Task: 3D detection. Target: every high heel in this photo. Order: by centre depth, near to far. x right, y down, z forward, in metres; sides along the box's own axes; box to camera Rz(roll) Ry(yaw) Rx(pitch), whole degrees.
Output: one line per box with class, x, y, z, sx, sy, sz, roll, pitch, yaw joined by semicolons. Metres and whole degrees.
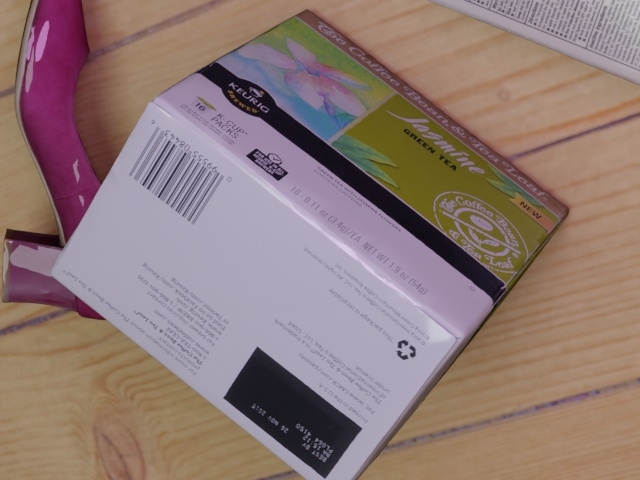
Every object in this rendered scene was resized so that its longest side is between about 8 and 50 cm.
high heel;-0.228;-0.102;1.772;0.181;0.127;0.377;5;110;-8

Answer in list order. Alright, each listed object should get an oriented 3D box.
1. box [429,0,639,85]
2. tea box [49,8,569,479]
box;0.233;-0.245;1.471;0.232;0.127;0.149;25;118;14
tea box;0.000;0.000;1.555;0.329;0.323;0.220;38;121;6
